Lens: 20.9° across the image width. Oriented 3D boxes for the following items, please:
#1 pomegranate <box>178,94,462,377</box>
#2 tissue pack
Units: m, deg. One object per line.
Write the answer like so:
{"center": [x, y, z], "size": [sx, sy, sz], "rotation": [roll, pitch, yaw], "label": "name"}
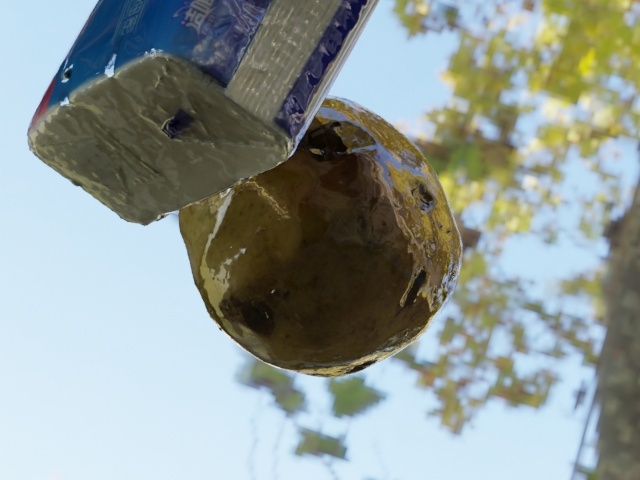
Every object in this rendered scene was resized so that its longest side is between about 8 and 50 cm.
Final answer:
{"center": [0.000, 0.000, 1.692], "size": [0.281, 0.281, 0.281], "rotation": [17, -22, 7], "label": "pomegranate"}
{"center": [-0.058, -0.162, 1.140], "size": [0.137, 0.270, 0.209], "rotation": [41, -32, -22], "label": "tissue pack"}
